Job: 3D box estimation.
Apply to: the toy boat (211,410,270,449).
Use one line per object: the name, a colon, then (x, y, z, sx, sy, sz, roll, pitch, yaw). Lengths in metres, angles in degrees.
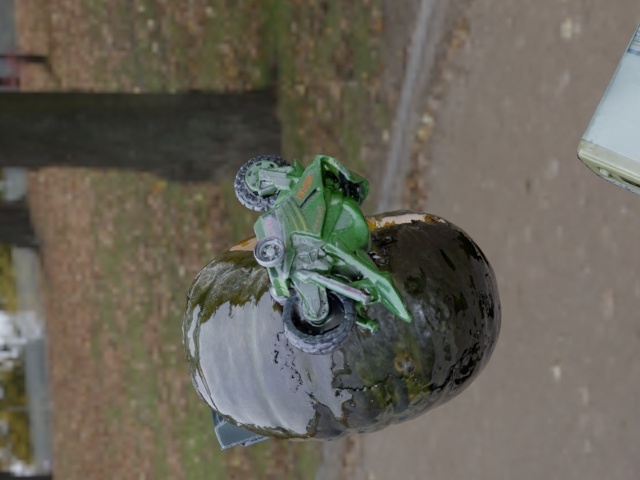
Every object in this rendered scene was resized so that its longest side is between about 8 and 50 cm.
toy boat: (-0.098, 0.165, 1.855, 0.246, 0.093, 0.103, -100, -12, -45)

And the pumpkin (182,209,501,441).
pumpkin: (0.018, 0.079, 1.408, 0.320, 0.321, 0.192, -136, 33, -79)

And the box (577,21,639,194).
box: (0.328, -0.104, 1.035, 0.270, 0.045, 0.210, 28, 94, 50)

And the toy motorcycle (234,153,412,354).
toy motorcycle: (0.000, 0.000, 1.133, 0.074, 0.106, 0.190, 73, 177, -58)
